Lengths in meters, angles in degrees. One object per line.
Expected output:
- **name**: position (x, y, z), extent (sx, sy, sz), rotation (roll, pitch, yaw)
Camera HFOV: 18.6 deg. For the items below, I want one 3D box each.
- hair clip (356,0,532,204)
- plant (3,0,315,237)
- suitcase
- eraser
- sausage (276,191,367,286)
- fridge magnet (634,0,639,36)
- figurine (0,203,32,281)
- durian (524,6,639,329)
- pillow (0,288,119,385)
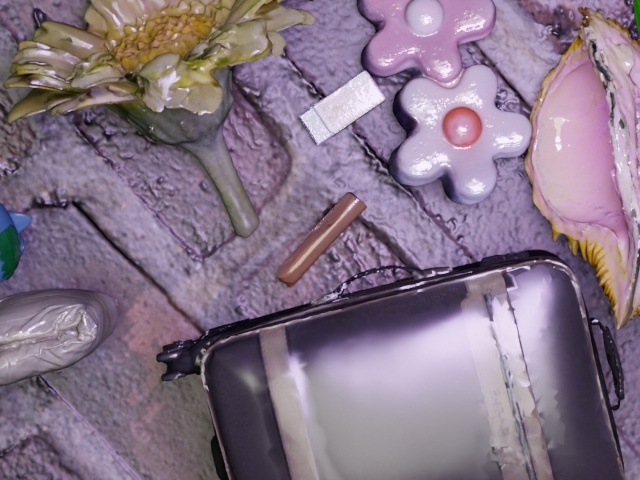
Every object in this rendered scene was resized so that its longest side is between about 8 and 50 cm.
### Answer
- **hair clip**: position (0.120, -0.159, 1.928), extent (0.146, 0.075, 0.257), rotation (-15, 88, 7)
- **plant**: position (-0.128, -0.177, 1.903), extent (0.306, 0.297, 0.261), rotation (-4, 64, 43)
- **suitcase**: position (0.077, 0.166, 1.884), extent (0.434, 0.194, 0.283), rotation (-14, 93, 2)
- **eraser**: position (0.022, -0.133, 1.954), extent (0.083, 0.019, 0.038), rotation (-34, 93, 4)
- **sausage**: position (0.000, 0.000, 1.960), extent (0.026, 0.026, 0.116), rotation (42, 95, 0)
- **fridge magnet**: position (0.379, -0.221, 1.863), extent (0.208, 0.088, 0.208), rotation (6, 79, -31)
- **figurine**: position (-0.383, 0.009, 1.947), extent (0.178, 0.114, 0.144), rotation (21, 112, 12)
- **durian**: position (0.318, -0.054, 1.879), extent (0.196, 0.185, 0.305), rotation (0, 66, -29)
- **pillow**: position (-0.270, 0.088, 1.899), extent (0.134, 0.181, 0.078), rotation (-14, 95, 3)
